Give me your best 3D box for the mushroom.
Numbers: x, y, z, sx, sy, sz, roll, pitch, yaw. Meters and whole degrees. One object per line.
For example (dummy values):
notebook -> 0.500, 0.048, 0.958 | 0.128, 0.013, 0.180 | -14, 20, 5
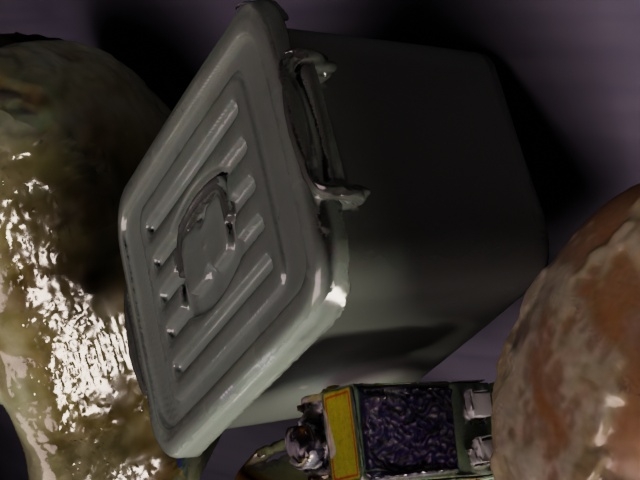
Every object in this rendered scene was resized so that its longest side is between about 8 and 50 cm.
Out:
mushroom -> -0.143, 0.040, 0.957 | 0.130, 0.247, 0.344 | 3, 108, 33

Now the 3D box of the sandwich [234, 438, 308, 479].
sandwich -> 0.070, 0.202, 0.921 | 0.235, 0.122, 0.128 | 32, 140, 37

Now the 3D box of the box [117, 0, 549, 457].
box -> 0.000, 0.000, 0.811 | 0.243, 0.135, 0.163 | -50, 48, 53

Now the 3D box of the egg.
egg -> 0.172, 0.086, 0.673 | 0.203, 0.203, 0.245 | 4, 110, 47

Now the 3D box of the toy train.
toy train -> 0.079, 0.096, 0.795 | 0.081, 0.202, 0.060 | -24, 68, 54
